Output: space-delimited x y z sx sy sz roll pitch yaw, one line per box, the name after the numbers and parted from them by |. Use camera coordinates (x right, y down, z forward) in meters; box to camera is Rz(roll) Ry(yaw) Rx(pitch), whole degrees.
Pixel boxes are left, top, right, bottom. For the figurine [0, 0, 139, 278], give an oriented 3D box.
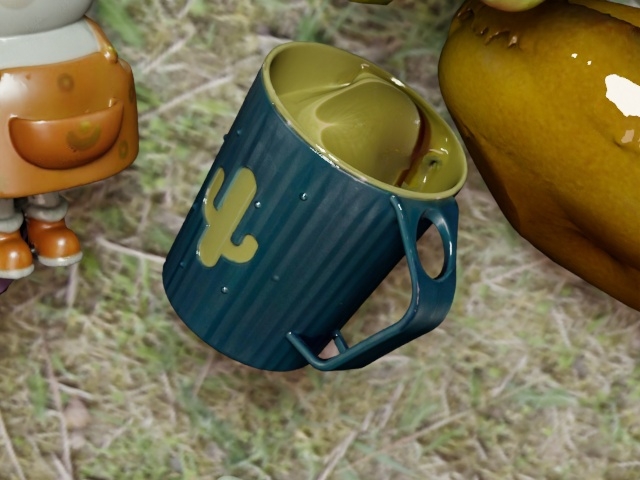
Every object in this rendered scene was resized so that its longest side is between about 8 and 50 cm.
-0.173 -0.115 1.043 0.143 0.143 0.271 -11 97 7 | figurine

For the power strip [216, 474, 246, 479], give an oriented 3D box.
0.000 0.217 1.269 0.192 0.035 0.081 19 118 -9 | power strip

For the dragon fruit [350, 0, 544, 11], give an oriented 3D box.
0.088 -0.230 0.908 0.224 0.224 0.227 16 160 -8 | dragon fruit

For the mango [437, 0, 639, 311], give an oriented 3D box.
0.173 -0.061 1.048 0.236 0.166 0.136 27 74 8 | mango

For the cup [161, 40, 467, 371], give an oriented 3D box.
0.000 0.000 1.079 0.131 0.176 0.155 0 135 -43 | cup

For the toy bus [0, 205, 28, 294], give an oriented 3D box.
-0.264 0.026 1.137 0.178 0.087 0.098 -29 108 19 | toy bus
